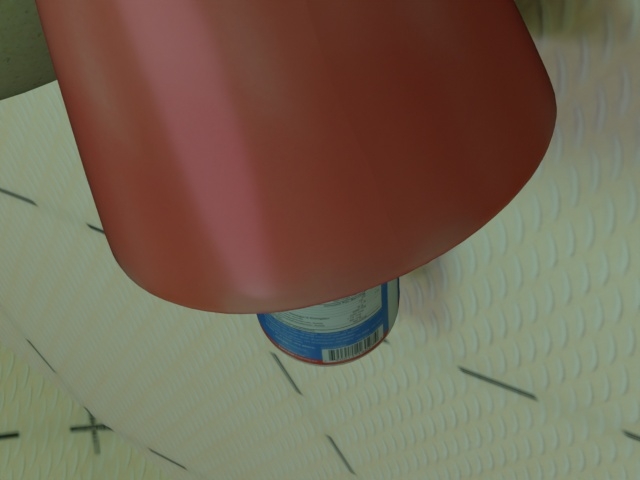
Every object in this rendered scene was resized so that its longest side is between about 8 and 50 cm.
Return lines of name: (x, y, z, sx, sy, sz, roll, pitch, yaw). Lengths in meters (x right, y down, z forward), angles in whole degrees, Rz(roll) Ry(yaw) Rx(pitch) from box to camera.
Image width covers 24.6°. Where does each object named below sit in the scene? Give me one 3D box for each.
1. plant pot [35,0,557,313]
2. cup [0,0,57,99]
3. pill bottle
plant pot: (-0.033, -0.138, 0.789, 0.275, 0.275, 0.243, 16, 139, 42)
cup: (-0.238, -0.216, 0.941, 0.331, 0.237, 0.331, 31, 157, 15)
pill bottle: (0.000, 0.000, 1.148, 0.124, 0.124, 0.221, 30, 156, 19)
